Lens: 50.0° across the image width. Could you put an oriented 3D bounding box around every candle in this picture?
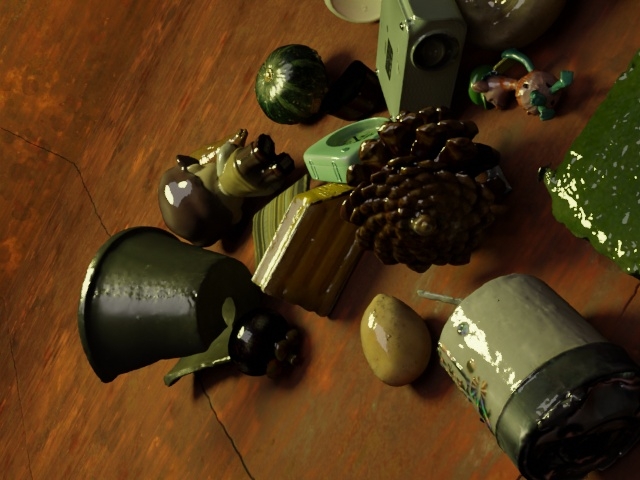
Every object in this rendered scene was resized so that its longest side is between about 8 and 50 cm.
[{"bbox_3d":[0.247,0.141,0.872,0.187,0.187,0.330,-54,36,15],"label":"candle"}]

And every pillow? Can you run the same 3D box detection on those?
[{"bbox_3d":[-0.085,-0.012,1.497,0.212,0.052,0.208,-34,47,40],"label":"pillow"}]

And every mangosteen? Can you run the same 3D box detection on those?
[{"bbox_3d":[-0.105,0.205,1.349,0.151,0.137,0.137,21,86,20],"label":"mangosteen"}]

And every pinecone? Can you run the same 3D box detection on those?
[{"bbox_3d":[0.169,-0.089,1.075,0.264,0.264,0.264,-29,49,39],"label":"pinecone"}]

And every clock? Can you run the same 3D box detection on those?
[{"bbox_3d":[0.084,-0.184,1.325,0.211,0.066,0.159,-34,26,-25],"label":"clock"}]

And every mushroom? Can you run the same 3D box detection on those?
[{"bbox_3d":[0.294,-0.425,1.127,0.207,0.215,0.207,-17,65,40],"label":"mushroom"}]

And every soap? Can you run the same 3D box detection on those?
[{"bbox_3d":[0.000,0.000,1.293,0.080,0.160,0.258,31,94,56],"label":"soap"}]

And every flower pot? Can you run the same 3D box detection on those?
[{"bbox_3d":[-0.288,0.138,1.462,0.251,0.379,0.380,-5,65,31],"label":"flower pot"}]

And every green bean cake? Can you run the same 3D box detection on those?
[{"bbox_3d":[0.424,-0.075,0.793,0.250,0.156,0.247,-61,38,20],"label":"green bean cake"}]

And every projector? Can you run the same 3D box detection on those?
[{"bbox_3d":[0.167,-0.337,1.223,0.250,0.108,0.198,93,169,-51],"label":"projector"}]

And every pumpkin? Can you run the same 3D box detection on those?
[{"bbox_3d":[-0.068,-0.363,1.605,0.190,0.146,0.190,9,100,58],"label":"pumpkin"}]

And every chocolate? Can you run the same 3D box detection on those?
[{"bbox_3d":[0.076,-0.310,1.453,0.148,0.080,0.125,-26,38,50],"label":"chocolate"}]

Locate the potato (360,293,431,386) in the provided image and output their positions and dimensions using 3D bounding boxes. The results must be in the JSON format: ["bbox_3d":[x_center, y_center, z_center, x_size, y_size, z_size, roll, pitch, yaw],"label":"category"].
[{"bbox_3d":[0.116,0.162,1.102,0.112,0.112,0.147,-35,52,35],"label":"potato"}]

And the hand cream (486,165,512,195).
[{"bbox_3d":[0.286,-0.107,1.120,0.030,0.019,0.093,-38,50,30],"label":"hand cream"}]

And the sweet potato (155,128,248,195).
[{"bbox_3d":[-0.297,-0.194,1.819,0.336,0.131,0.131,-42,41,28],"label":"sweet potato"}]

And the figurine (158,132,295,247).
[{"bbox_3d":[-0.234,-0.141,1.639,0.365,0.218,0.206,-37,42,25],"label":"figurine"}]

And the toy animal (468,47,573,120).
[{"bbox_3d":[0.317,-0.249,1.090,0.208,0.100,0.103,-130,30,-64],"label":"toy animal"}]

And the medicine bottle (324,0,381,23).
[{"bbox_3d":[0.103,-0.651,1.543,0.170,0.170,0.293,-18,55,46],"label":"medicine bottle"}]
